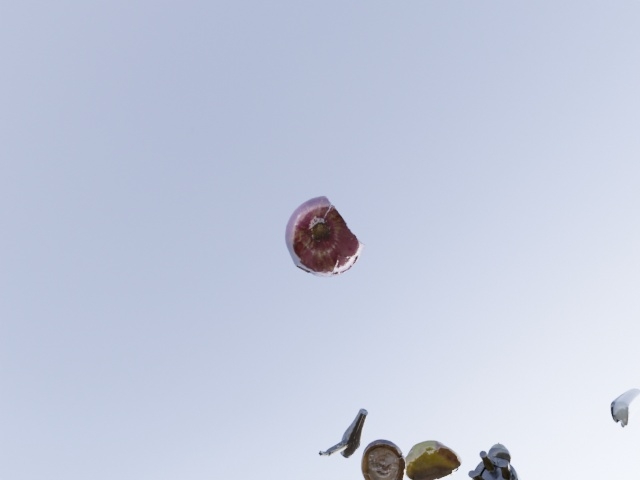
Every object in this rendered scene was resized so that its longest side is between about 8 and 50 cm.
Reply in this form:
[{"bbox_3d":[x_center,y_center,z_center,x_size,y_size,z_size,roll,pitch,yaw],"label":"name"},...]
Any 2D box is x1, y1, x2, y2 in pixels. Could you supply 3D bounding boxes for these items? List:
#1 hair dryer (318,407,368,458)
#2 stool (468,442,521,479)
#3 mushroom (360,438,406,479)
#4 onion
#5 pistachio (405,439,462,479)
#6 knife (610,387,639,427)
[{"bbox_3d":[0.074,0.695,1.449,0.219,0.075,0.195,1,-67,-49],"label":"hair dryer"},{"bbox_3d":[0.578,0.784,1.396,0.153,0.228,0.139,-26,-69,16],"label":"stool"},{"bbox_3d":[0.160,0.577,1.070,0.123,0.123,0.052,-8,-25,-2],"label":"mushroom"},{"bbox_3d":[-0.001,-0.001,1.094,0.201,0.200,0.207,-31,-78,8],"label":"onion"},{"bbox_3d":[0.331,0.673,1.265,0.189,0.100,0.110,-6,-58,-15],"label":"pistachio"},{"bbox_3d":[0.871,0.470,1.181,0.266,0.041,0.073,5,-98,-45],"label":"knife"}]
